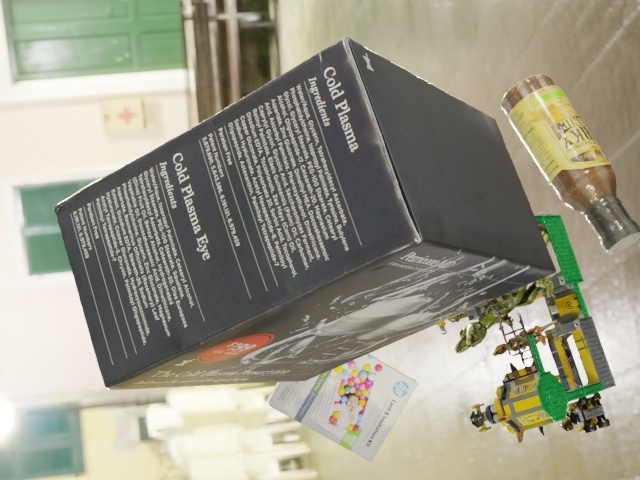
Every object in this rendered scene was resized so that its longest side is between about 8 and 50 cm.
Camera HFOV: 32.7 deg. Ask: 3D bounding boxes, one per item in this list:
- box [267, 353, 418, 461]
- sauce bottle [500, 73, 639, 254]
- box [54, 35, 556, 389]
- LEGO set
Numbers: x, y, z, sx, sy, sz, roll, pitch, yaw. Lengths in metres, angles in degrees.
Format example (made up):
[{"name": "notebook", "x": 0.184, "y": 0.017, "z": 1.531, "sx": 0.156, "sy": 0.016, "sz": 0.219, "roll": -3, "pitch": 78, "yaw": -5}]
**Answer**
[{"name": "box", "x": 0.034, "y": 0.234, "z": 1.680, "sx": 0.145, "sy": 0.186, "sz": 0.038, "roll": -59, "pitch": 9, "yaw": 1}, {"name": "sauce bottle", "x": 0.446, "y": -0.134, "z": 1.918, "sx": 0.344, "sy": 0.111, "sz": 0.111, "roll": 61, "pitch": 163, "yaw": 21}, {"name": "box", "x": 0.000, "y": 0.000, "z": 1.004, "sx": 0.343, "sy": 0.312, "sz": 0.179, "roll": 10, "pitch": -123, "yaw": -60}, {"name": "LEGO set", "x": 0.223, "y": 0.113, "z": 1.414, "sx": 0.192, "sy": 0.255, "sz": 0.331, "roll": -26, "pitch": 83, "yaw": 38}]
